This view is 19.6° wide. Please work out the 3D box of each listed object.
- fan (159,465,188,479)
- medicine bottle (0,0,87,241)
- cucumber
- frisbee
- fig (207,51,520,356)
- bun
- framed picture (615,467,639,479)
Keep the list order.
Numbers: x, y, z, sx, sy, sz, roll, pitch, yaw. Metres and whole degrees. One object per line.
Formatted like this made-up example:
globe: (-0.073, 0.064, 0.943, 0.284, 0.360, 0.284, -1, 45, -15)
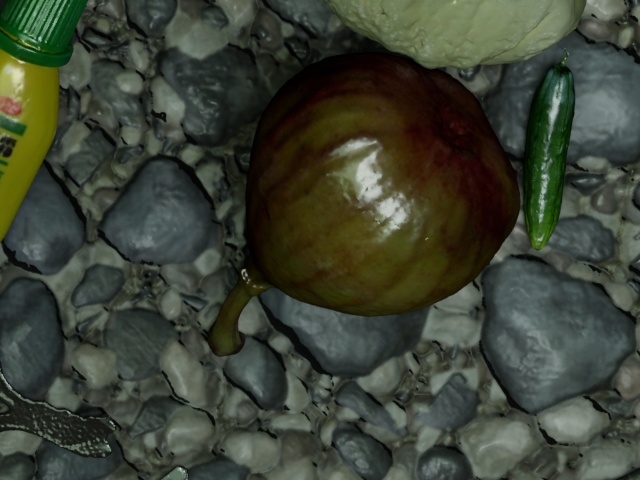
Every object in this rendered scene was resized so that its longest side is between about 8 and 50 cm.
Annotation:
fan: (-0.237, 0.327, 1.640, 0.294, 0.012, 0.223, -10, 98, 9)
medicine bottle: (-0.255, -0.139, 1.532, 0.111, 0.076, 0.309, 28, 100, 0)
cucumber: (0.185, -0.076, 1.514, 0.039, 0.039, 0.167, 6, 102, 5)
frisbee: (-0.269, 0.153, 1.615, 0.187, 0.012, 0.211, 20, 101, 1)
fig: (0.000, 0.000, 1.480, 0.217, 0.217, 0.321, 45, 120, -3)
bun: (0.081, -0.221, 1.414, 0.244, 0.244, 0.153, 21, 129, 2)
framed picture: (0.213, 0.327, 1.587, 0.260, 0.023, 0.189, -28, 96, 10)
